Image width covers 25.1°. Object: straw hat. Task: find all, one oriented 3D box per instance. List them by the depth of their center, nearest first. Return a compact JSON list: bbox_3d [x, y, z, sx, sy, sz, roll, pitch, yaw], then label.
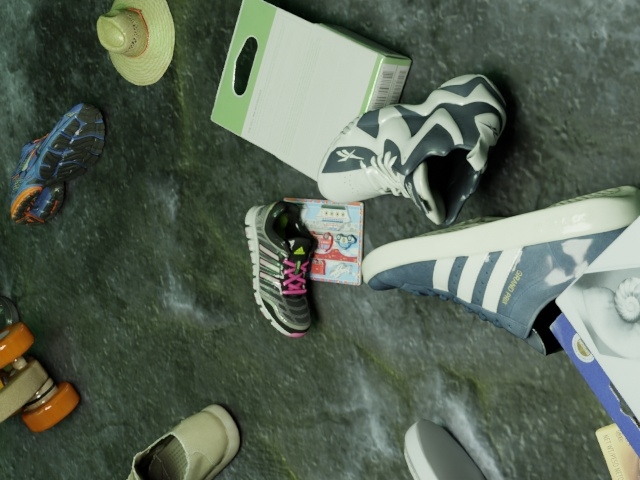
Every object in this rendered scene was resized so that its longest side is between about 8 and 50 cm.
[{"bbox_3d":[-0.260,-0.275,1.898,0.144,0.061,0.144,4,96,43],"label":"straw hat"}]

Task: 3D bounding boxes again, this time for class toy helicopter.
[{"bbox_3d":[-0.519,0.243,2.077,0.140,0.235,0.355,56,153,-15],"label":"toy helicopter"}]

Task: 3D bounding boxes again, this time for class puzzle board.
[{"bbox_3d":[0.000,0.000,1.708,0.128,0.011,0.096,5,96,42],"label":"puzzle board"}]

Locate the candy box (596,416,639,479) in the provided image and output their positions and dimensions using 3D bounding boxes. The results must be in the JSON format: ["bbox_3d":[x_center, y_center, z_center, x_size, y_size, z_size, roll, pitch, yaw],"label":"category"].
[{"bbox_3d":[0.419,0.207,1.281,0.316,0.087,0.183,-28,75,41],"label":"candy box"}]

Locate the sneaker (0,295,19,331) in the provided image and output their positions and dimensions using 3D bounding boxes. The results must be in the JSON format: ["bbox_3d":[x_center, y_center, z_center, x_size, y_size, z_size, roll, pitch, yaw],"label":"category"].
[{"bbox_3d":[-0.527,0.084,2.145,0.170,0.089,0.051,44,120,32],"label":"sneaker"}]

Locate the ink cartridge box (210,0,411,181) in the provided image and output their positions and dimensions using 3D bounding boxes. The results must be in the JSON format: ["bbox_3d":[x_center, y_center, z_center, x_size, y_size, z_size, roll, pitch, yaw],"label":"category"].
[{"bbox_3d":[-0.016,-0.174,1.684,0.235,0.056,0.171,32,113,39],"label":"ink cartridge box"}]

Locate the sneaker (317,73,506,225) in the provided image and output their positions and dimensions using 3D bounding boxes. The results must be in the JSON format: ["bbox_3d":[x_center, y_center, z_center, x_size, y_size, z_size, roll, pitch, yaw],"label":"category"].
[{"bbox_3d":[0.087,-0.069,1.509,0.235,0.153,0.094,-20,124,26],"label":"sneaker"}]

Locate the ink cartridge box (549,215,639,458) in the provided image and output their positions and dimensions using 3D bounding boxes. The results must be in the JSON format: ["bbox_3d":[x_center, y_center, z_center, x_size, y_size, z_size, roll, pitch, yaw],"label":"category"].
[{"bbox_3d":[0.303,0.109,1.253,0.223,0.045,0.224,57,140,21],"label":"ink cartridge box"}]

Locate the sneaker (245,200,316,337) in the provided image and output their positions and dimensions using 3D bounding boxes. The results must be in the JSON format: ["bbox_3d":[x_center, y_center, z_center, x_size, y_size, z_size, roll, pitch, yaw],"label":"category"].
[{"bbox_3d":[-0.039,0.028,1.693,0.075,0.063,0.170,-31,66,46],"label":"sneaker"}]

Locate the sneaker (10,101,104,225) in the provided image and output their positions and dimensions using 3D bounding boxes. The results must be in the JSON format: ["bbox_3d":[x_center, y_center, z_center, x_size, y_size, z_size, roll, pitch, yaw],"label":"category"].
[{"bbox_3d":[-0.379,-0.119,2.008,0.221,0.083,0.087,-46,54,30],"label":"sneaker"}]

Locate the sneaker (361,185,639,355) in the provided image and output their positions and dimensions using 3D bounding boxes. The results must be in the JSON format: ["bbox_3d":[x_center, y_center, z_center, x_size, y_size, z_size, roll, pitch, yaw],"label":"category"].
[{"bbox_3d":[0.186,0.049,1.466,0.350,0.131,0.148,-12,93,47],"label":"sneaker"}]

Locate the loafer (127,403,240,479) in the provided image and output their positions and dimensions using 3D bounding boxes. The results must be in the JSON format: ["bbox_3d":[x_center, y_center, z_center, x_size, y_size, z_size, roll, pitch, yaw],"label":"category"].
[{"bbox_3d":[-0.207,0.311,1.860,0.102,0.092,0.268,52,124,28],"label":"loafer"}]

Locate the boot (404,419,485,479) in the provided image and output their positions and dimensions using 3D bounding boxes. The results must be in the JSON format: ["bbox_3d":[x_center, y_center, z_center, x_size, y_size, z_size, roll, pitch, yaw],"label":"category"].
[{"bbox_3d":[0.136,0.329,1.542,0.123,0.095,0.258,-42,66,28],"label":"boot"}]
